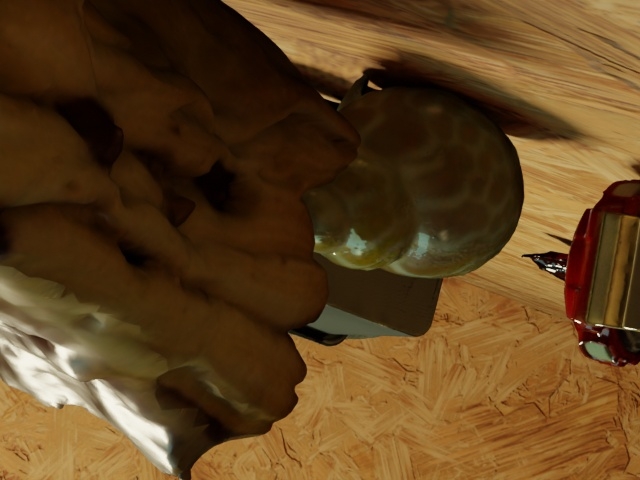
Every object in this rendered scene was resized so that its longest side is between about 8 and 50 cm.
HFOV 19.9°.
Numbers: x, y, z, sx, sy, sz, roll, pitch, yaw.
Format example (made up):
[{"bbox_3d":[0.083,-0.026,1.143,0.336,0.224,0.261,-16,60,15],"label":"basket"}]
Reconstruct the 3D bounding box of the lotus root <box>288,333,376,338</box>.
[{"bbox_3d":[0.006,0.025,1.927,0.349,0.175,0.175,17,180,-43],"label":"lotus root"}]

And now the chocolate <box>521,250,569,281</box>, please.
[{"bbox_3d":[0.249,0.028,1.637,0.086,0.028,0.182,10,174,33],"label":"chocolate"}]

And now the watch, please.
[{"bbox_3d":[0.259,0.033,0.929,0.268,0.102,0.165,10,-179,22],"label":"watch"}]

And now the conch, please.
[{"bbox_3d":[0.049,-0.030,0.952,0.116,0.106,0.173,39,-170,-8],"label":"conch"}]

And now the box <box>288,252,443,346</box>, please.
[{"bbox_3d":[0.000,0.000,1.600,0.243,0.163,0.135,23,167,-42],"label":"box"}]

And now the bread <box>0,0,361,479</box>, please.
[{"bbox_3d":[-0.152,-0.065,0.771,0.314,0.192,0.370,25,169,31],"label":"bread"}]

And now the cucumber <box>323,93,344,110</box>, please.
[{"bbox_3d":[-0.014,-0.057,1.109,0.193,0.086,0.115,14,-179,-15],"label":"cucumber"}]
